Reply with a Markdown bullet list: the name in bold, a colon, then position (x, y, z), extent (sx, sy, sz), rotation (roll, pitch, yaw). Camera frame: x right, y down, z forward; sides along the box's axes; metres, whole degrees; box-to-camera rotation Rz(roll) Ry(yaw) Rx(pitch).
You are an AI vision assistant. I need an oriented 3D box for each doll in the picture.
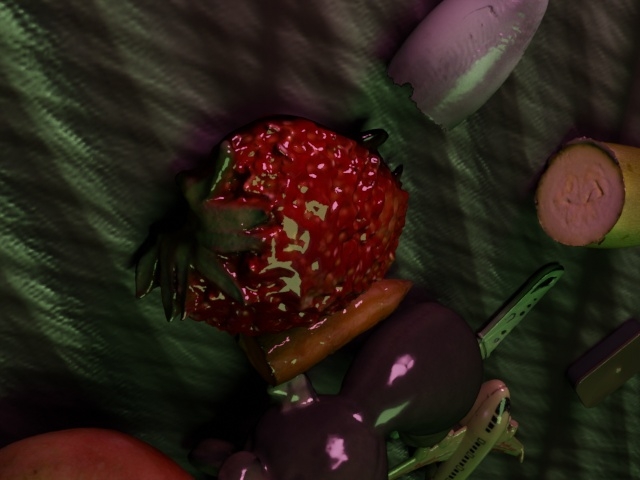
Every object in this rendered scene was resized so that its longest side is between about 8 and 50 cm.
- **doll**: position (0.047, 0.288, 1.711), extent (0.378, 0.252, 0.382), rotation (-27, 150, -14)

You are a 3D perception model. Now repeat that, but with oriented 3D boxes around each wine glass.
- **wine glass**: position (0.247, -0.177, 1.354), extent (0.309, 0.264, 0.096), rotation (-48, 169, 14)

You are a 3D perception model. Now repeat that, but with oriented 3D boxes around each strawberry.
- **strawberry**: position (0.000, 0.000, 1.439), extent (0.306, 0.138, 0.233), rotation (1, 128, -40)

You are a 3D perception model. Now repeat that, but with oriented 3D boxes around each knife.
- **knife**: position (0.185, 0.134, 1.846), extent (0.293, 0.020, 0.043), rotation (-48, 141, 13)

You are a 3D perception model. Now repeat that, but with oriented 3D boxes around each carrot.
- **carrot**: position (0.016, 0.084, 1.602), extent (0.205, 0.072, 0.072), rotation (-23, 142, -25)

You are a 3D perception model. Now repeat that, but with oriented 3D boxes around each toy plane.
- **toy plane**: position (0.173, 0.251, 1.903), extent (0.229, 0.092, 0.244), rotation (-8, 134, -32)

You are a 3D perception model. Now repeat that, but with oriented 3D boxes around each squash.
- **squash**: position (0.330, -0.048, 1.694), extent (0.186, 0.123, 0.123), rotation (1, 129, -47)

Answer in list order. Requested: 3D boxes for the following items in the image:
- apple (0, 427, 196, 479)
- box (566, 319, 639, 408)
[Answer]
- **apple**: position (-0.225, 0.340, 1.487), extent (0.319, 0.319, 0.277), rotation (-37, 174, -1)
- **box**: position (0.384, 0.162, 2.038), extent (0.126, 0.031, 0.091), rotation (-39, 145, 1)
